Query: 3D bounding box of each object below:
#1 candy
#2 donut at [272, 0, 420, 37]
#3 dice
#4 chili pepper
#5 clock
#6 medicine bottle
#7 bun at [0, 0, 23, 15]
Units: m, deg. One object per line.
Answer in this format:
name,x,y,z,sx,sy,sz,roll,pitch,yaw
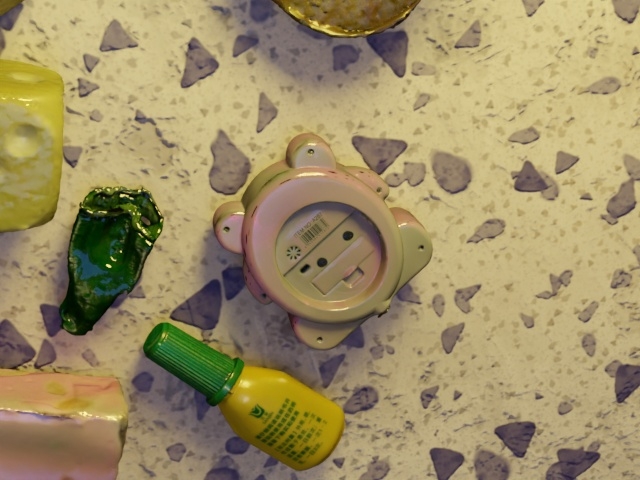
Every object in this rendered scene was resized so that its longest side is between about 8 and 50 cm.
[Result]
candy,-0.390,0.255,1.582,0.265,0.116,0.156,6,109,-15
donut,0.038,-0.379,1.438,0.272,0.107,0.272,-3,114,-7
dice,-0.384,-0.112,1.403,0.169,0.169,0.166,3,110,-14
chili pepper,-0.280,0.026,1.548,0.108,0.062,0.216,24,105,-14
clock,0.000,0.000,1.588,0.227,0.090,0.248,-42,113,5
medicine bottle,-0.103,0.207,1.653,0.309,0.076,0.111,35,94,-24
bun,-0.378,-0.325,1.317,0.220,0.134,0.220,-22,129,-29
